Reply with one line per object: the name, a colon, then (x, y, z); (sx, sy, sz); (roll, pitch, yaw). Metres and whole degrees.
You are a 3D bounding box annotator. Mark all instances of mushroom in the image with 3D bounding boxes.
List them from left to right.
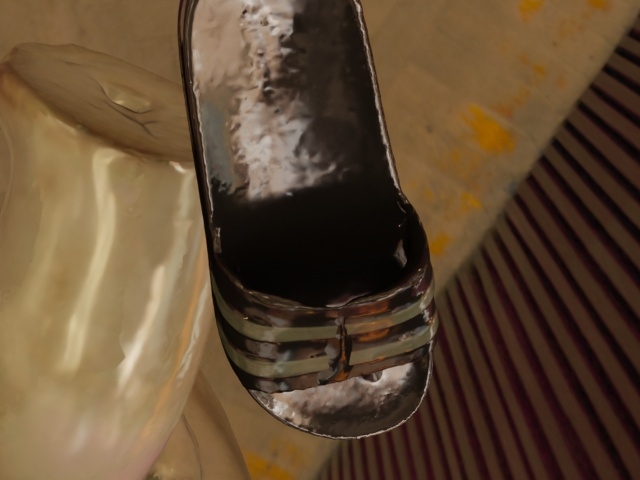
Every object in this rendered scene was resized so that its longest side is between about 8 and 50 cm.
mushroom: (-0.171, 0.098, 0.618); (0.315, 0.315, 0.356); (-12, 105, 3)

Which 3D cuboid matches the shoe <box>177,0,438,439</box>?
shoe: (0.000, 0.000, 0.398); (0.071, 0.049, 0.179); (-17, 122, -9)
